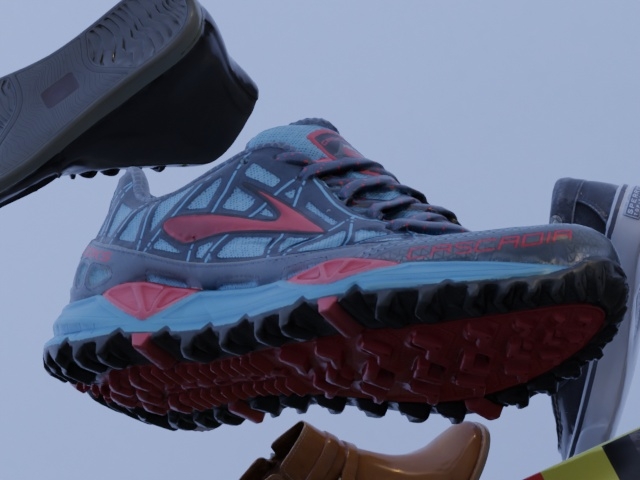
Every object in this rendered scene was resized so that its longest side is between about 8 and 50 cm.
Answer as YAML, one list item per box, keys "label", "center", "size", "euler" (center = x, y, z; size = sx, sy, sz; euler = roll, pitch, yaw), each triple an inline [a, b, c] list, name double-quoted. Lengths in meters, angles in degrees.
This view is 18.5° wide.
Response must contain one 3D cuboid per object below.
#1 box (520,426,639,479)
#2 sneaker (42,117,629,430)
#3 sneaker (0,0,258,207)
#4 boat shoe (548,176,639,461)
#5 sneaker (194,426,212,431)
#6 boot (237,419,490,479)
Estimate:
- label: "box"
  center: [0.080, 0.145, 0.783]
  size: [0.232, 0.087, 0.058]
  euler: [-23, -24, -3]
- label: "sneaker"
  center: [0.000, 0.000, 0.783]
  size: [0.262, 0.125, 0.104]
  euler: [-5, -28, 32]
- label: "sneaker"
  center: [-0.146, -0.061, 1.250]
  size: [0.222, 0.083, 0.118]
  euler: [-31, -39, 8]
- label: "boat shoe"
  center: [0.225, 0.081, 1.722]
  size: [0.102, 0.108, 0.301]
  euler: [13, -55, 16]
- label: "sneaker"
  center: [-0.050, 0.073, 1.493]
  size: [0.175, 0.064, 0.067]
  euler: [-46, -35, -20]
- label: "boot"
  center: [0.036, 0.194, 1.643]
  size: [0.197, 0.073, 0.152]
  euler: [-47, -67, -3]
